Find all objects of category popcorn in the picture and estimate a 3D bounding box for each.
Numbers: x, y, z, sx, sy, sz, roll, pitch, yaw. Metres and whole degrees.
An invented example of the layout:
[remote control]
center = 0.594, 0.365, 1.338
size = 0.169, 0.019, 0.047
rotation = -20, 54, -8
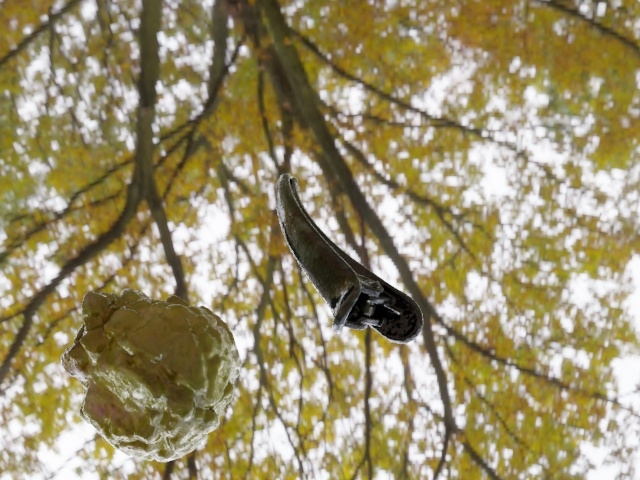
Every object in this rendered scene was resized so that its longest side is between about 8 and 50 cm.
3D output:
[popcorn]
center = -0.228, 0.175, 1.601
size = 0.259, 0.259, 0.212
rotation = 27, -157, 25

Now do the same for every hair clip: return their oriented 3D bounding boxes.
[hair clip]
center = 0.000, 0.000, 0.876
size = 0.070, 0.039, 0.229
rotation = 11, -154, -30
